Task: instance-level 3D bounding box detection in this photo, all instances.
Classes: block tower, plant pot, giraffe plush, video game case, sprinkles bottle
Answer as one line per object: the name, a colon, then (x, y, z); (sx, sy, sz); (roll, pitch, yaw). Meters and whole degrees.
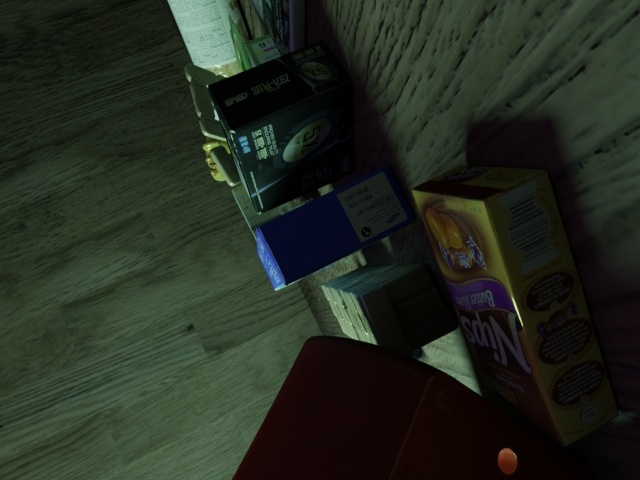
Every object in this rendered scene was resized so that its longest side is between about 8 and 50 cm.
block tower: (0.080, 0.090, 0.776); (0.335, 0.097, 0.090); (166, 79, -83)
plant pot: (0.081, 0.251, 0.507); (0.267, 0.267, 0.236); (35, 153, -10)
giraffe plush: (-0.181, -0.213, 1.238); (0.210, 0.171, 0.181); (53, 165, 56)
video game case: (-0.064, -0.329, 0.698); (0.190, 0.022, 0.173); (97, 147, -73)
sprinkles bottle: (-0.195, -0.382, 1.006); (0.121, 0.121, 0.355); (53, 166, 54)

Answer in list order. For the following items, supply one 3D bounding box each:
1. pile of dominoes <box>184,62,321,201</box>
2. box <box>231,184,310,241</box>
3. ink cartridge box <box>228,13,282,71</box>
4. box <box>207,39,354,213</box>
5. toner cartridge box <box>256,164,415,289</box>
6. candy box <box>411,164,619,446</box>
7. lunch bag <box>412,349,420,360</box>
pile of dominoes: (-0.105, -0.151, 0.866); (0.251, 0.040, 0.195); (6, -117, -54)
box: (-0.100, -0.073, 1.233); (0.186, 0.145, 0.038); (58, 168, 35)
ink cartridge box: (-0.065, -0.236, 0.828); (0.209, 0.062, 0.109); (63, 172, 14)
box: (-0.041, -0.132, 0.686); (0.180, 0.147, 0.077); (83, 161, -62)
toner cartridge box: (0.000, 0.000, 0.761); (0.075, 0.165, 0.348); (65, 172, 3)
candy box: (0.139, 0.041, 0.404); (0.186, 0.053, 0.109); (66, 171, -14)
lunch bag: (0.111, 0.181, 0.866); (0.099, 0.065, 0.067); (21, 169, -1)
